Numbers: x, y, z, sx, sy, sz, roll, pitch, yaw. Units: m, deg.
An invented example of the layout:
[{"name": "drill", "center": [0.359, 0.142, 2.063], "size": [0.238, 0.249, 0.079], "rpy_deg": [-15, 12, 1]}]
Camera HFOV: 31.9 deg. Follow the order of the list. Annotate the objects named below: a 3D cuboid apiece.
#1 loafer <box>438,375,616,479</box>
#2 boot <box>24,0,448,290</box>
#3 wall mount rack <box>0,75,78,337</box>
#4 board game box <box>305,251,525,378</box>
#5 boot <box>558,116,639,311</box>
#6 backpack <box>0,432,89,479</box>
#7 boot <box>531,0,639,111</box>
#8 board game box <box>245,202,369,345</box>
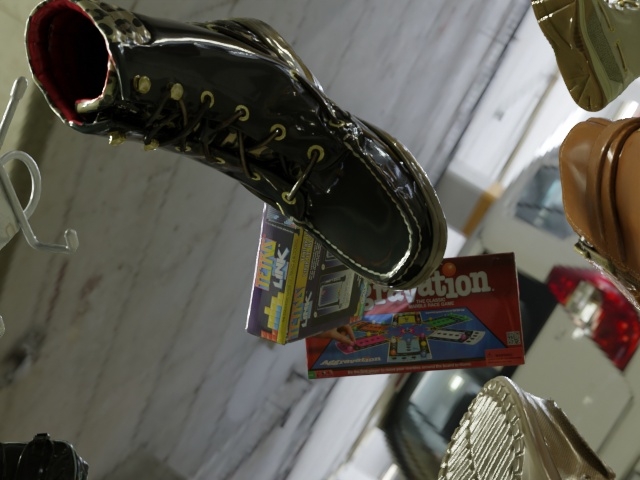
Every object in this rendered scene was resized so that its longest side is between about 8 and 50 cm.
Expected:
[{"name": "loafer", "center": [0.144, 0.177, 0.673], "size": [0.102, 0.092, 0.268], "rpy_deg": [-60, 17, 17]}, {"name": "boot", "center": [-0.050, -0.056, 0.652], "size": [0.179, 0.236, 0.085], "rpy_deg": [-1, -47, -51]}, {"name": "wall mount rack", "center": [-0.468, -0.045, 1.559], "size": [0.350, 0.131, 0.304], "rpy_deg": [-58, -35, -45]}, {"name": "board game box", "center": [0.116, 0.098, 1.450], "size": [0.027, 0.281, 0.145], "rpy_deg": [17, -113, -76]}, {"name": "boot", "center": [0.223, 0.064, 0.602], "size": [0.109, 0.283, 0.220], "rpy_deg": [-30, 19, -12]}, {"name": "backpack", "center": [-0.510, 0.482, 1.895], "size": [0.191, 0.225, 0.253], "rpy_deg": [84, -177, -53]}, {"name": "boot", "center": [0.352, -0.285, 1.373], "size": [0.165, 0.213, 0.077], "rpy_deg": [-31, 17, -25]}, {"name": "board game box", "center": [0.000, 0.000, 1.036], "size": [0.141, 0.048, 0.170], "rpy_deg": [-9, -68, -56]}]
